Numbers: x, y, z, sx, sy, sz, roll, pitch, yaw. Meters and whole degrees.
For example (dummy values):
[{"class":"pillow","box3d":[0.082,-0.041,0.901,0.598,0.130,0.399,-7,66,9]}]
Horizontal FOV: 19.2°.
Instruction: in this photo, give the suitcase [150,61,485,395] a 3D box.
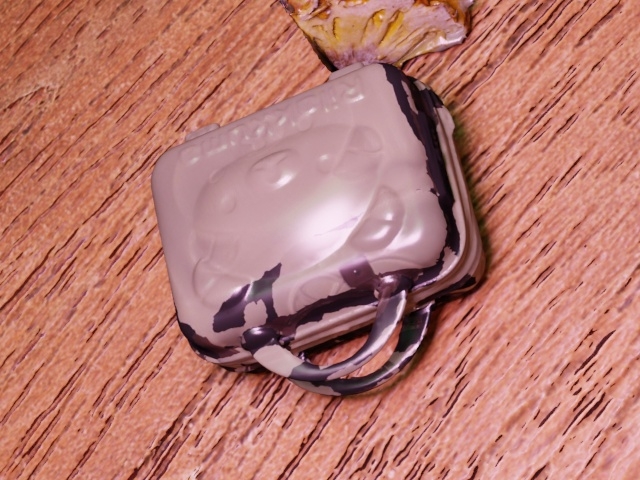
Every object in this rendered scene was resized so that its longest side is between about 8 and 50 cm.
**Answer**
[{"class":"suitcase","box3d":[0.000,0.000,2.063,0.351,0.194,0.339,-22,61,17]}]

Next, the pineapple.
[{"class":"pineapple","box3d":[0.053,-0.264,2.195,0.236,0.186,0.114,-1,47,-18]}]
